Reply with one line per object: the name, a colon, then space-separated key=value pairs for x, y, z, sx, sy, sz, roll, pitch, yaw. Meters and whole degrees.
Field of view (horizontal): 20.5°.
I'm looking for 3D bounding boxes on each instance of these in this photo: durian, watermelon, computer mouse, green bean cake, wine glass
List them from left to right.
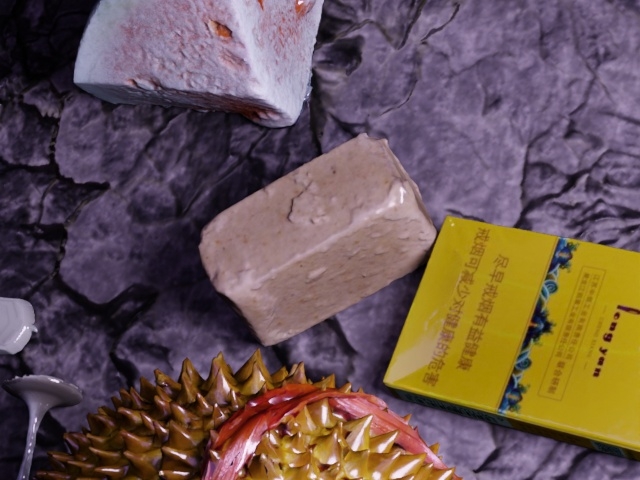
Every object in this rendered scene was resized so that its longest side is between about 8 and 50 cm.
computer mouse: x=-0.297 y=0.075 z=1.571 sx=0.110 sy=0.032 sz=0.056 roll=7 pitch=69 yaw=16
wine glass: x=-0.255 y=0.243 z=1.448 sx=0.074 sy=0.074 sz=0.262 roll=-1 pitch=65 yaw=23
durian: x=-0.051 y=0.251 z=1.215 sx=0.384 sy=0.347 sz=0.348 roll=13 pitch=71 yaw=19
watermelon: x=-0.061 y=-0.205 z=1.518 sx=0.319 sy=0.289 sz=0.214 roll=-31 pitch=86 yaw=-9
green bean cake: x=0.000 y=0.000 z=1.433 sx=0.179 sy=0.109 sz=0.085 roll=-30 pitch=57 yaw=8

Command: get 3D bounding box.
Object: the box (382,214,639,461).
box: x=0.198 y=0.077 z=1.349 sx=0.279 sy=0.041 sz=0.153 roll=13 pitch=70 yaw=27
